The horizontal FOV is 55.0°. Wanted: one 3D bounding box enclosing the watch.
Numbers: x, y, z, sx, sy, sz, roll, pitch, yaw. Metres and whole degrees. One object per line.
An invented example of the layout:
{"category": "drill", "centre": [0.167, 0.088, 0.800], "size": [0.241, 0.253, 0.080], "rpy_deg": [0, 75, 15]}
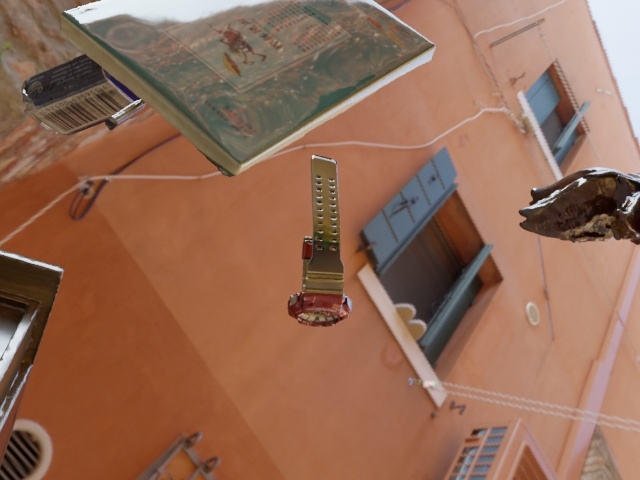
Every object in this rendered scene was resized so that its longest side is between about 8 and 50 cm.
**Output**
{"category": "watch", "centre": [-0.001, 0.009, 1.020], "size": [0.102, 0.269, 0.165], "rpy_deg": [4, -35, -7]}

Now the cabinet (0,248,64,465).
{"category": "cabinet", "centre": [-0.275, 0.120, 0.369], "size": [0.148, 0.175, 0.215], "rpy_deg": [21, -70, -17]}

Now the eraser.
{"category": "eraser", "centre": [-0.504, -0.353, 1.403], "size": [0.331, 0.155, 0.102], "rpy_deg": [-18, -113, 13]}

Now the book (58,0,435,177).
{"category": "book", "centre": [-0.060, -0.234, 0.712], "size": [0.264, 0.379, 0.031], "rpy_deg": [40, -40, 14]}

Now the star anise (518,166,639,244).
{"category": "star anise", "centre": [0.340, -0.028, 0.618], "size": [0.288, 0.288, 0.088], "rpy_deg": [9, -80, 33]}

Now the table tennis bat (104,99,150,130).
{"category": "table tennis bat", "centre": [-0.233, -0.189, 0.827], "size": [0.095, 0.158, 0.014], "rpy_deg": [-27, -72, 38]}
